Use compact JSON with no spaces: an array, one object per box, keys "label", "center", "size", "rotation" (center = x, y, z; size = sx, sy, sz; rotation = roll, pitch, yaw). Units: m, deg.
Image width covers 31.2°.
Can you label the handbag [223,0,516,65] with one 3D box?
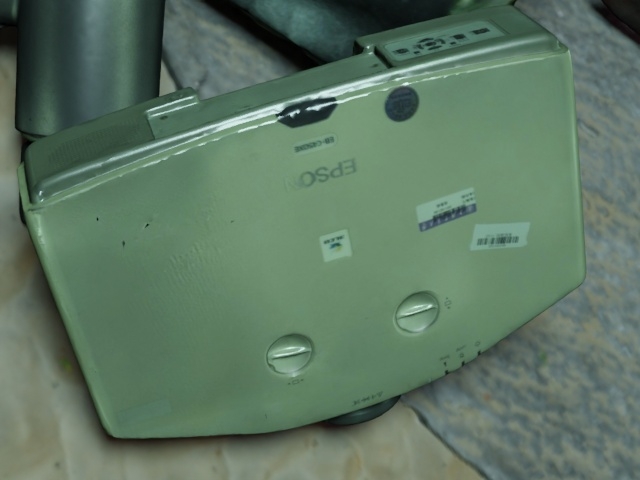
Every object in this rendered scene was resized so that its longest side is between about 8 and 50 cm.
[{"label":"handbag","center":[0.059,-0.267,0.611],"size":[0.247,0.341,0.240],"rotation":[34,55,7]}]

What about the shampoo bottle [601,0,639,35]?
[{"label":"shampoo bottle","center":[0.232,-0.274,0.800],"size":[0.153,0.071,0.284],"rotation":[20,72,-23]}]

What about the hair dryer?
[{"label":"hair dryer","center":[-0.207,-0.108,0.611],"size":[0.248,0.078,0.196],"rotation":[6,100,3]}]

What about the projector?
[{"label":"projector","center":[0.000,0.000,0.593],"size":[0.269,0.088,0.194],"rotation":[-17,122,-8]}]
